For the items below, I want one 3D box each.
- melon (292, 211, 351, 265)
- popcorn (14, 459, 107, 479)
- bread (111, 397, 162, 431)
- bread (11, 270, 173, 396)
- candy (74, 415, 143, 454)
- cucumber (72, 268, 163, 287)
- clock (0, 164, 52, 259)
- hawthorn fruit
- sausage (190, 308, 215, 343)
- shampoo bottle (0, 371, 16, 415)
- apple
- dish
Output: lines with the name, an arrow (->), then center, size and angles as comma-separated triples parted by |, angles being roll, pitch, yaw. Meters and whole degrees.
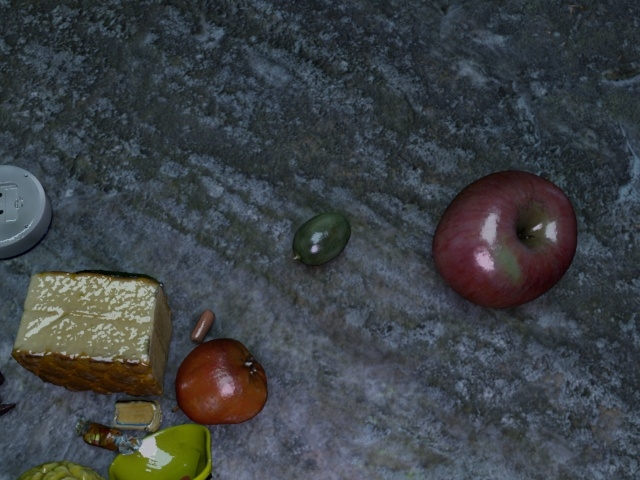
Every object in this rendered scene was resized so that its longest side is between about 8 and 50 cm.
melon -> 0.000, 0.000, 1.871 | 0.167, 0.114, 0.114 | -37, 72, -22
popcorn -> -0.515, 0.566, 1.488 | 0.224, 0.257, 0.270 | 7, 18, -32
bread -> -0.400, 0.382, 1.684 | 0.106, 0.053, 0.072 | 0, 67, 12
bread -> -0.474, 0.205, 1.654 | 0.279, 0.279, 0.207 | 3, 66, 1
candy -> -0.465, 0.420, 1.648 | 0.182, 0.046, 0.053 | 9, 75, 27
cucumber -> -0.486, 0.103, 1.817 | 0.227, 0.069, 0.069 | 3, 64, -7
clock -> -0.777, -0.070, 1.870 | 0.230, 0.083, 0.230 | 2, 65, -5
hawthorn fruit -> -0.236, 0.321, 1.679 | 0.225, 0.196, 0.196 | -29, 68, 9
sausage -> -0.276, 0.201, 1.798 | 0.034, 0.034, 0.083 | 23, 64, 7
shampoo bottle -> -0.756, 0.285, 1.708 | 0.068, 0.067, 0.236 | -33, 71, -7
apple -> 0.430, 0.001, 1.832 | 0.345, 0.269, 0.344 | 4, 78, -18
dish -> -0.308, 0.495, 1.572 | 0.221, 0.262, 0.108 | -22, 110, -12
